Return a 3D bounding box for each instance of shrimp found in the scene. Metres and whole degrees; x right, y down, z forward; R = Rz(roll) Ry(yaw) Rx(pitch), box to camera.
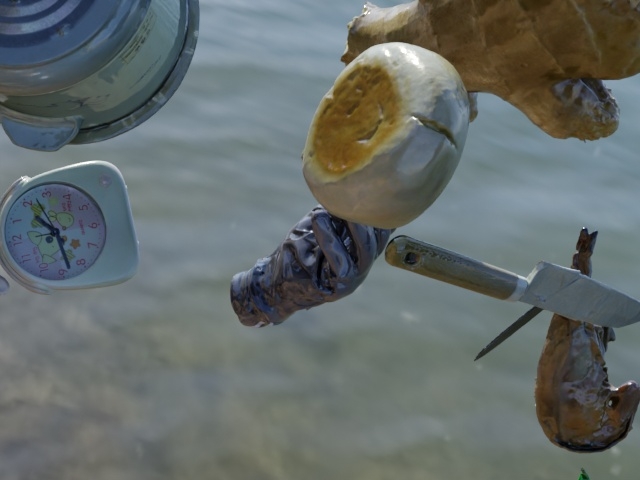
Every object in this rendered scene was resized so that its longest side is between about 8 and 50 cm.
[{"bbox_3d":[0.308,0.111,1.641,0.117,0.262,0.066,9,19,0],"label":"shrimp"}]

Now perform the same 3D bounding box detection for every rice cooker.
[{"bbox_3d":[-0.262,-0.241,1.450,0.264,0.316,0.316,7,27,6],"label":"rice cooker"}]

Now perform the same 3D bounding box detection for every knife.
[{"bbox_3d":[0.173,0.035,1.185,0.298,0.047,0.017,18,19,-35],"label":"knife"},{"bbox_3d":[0.240,0.085,1.673,0.023,0.170,0.010,34,19,-51],"label":"knife"}]

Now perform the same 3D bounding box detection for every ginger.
[{"bbox_3d":[0.195,-0.206,1.465,0.236,0.166,0.375,32,-20,-20],"label":"ginger"}]

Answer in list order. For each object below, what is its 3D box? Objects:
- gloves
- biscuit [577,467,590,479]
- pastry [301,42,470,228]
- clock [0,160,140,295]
[{"bbox_3d":[0.004,0.007,1.742,0.119,0.285,0.142,26,43,-26],"label":"gloves"},{"bbox_3d":[0.264,0.281,1.528,0.016,0.046,0.089,19,68,19],"label":"biscuit"},{"bbox_3d":[0.057,-0.082,1.188,0.092,0.156,0.156,23,23,-32],"label":"pastry"},{"bbox_3d":[-0.319,-0.009,1.759,0.191,0.151,0.062,-11,-3,-16],"label":"clock"}]
